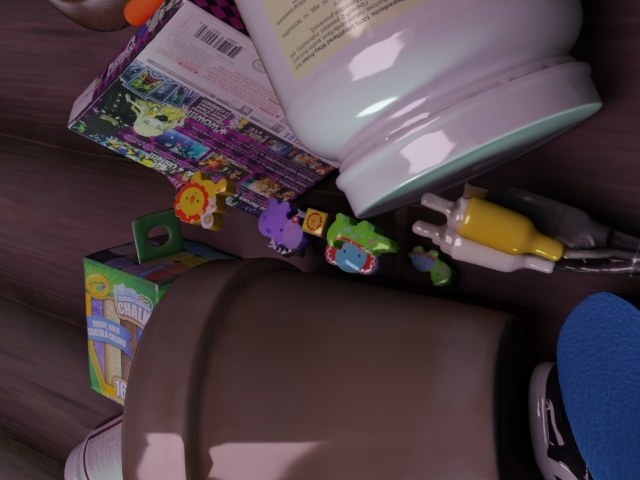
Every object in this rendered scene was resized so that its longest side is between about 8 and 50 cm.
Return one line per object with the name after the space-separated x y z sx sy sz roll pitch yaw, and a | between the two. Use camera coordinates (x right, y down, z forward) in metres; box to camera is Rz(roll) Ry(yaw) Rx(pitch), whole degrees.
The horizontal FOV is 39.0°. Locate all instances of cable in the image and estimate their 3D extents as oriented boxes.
0.215 0.024 0.702 0.287 0.139 0.072 22 81 18 | cable

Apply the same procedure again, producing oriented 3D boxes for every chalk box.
-0.178 0.073 1.030 0.132 0.132 0.213 17 114 37 | chalk box

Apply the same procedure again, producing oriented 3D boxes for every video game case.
-0.084 -0.119 0.849 0.210 0.232 0.042 -34 42 41 | video game case

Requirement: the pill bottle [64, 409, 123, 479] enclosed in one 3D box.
-0.225 0.268 1.131 0.221 0.121 0.121 -33 80 42 | pill bottle

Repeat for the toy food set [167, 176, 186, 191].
-0.148 -0.089 1.036 0.078 0.019 0.122 16 112 37 | toy food set

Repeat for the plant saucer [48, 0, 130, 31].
-0.278 -0.399 1.046 0.310 0.050 0.310 13 110 39 | plant saucer

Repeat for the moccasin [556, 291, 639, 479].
0.289 0.184 0.633 0.137 0.117 0.342 -55 46 37 | moccasin

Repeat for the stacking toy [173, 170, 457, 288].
0.000 0.000 0.823 0.221 0.167 0.052 17 89 31 | stacking toy

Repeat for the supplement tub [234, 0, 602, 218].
0.052 -0.203 0.687 0.235 0.235 0.325 -28 83 42 | supplement tub

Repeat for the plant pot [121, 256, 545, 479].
0.038 0.164 0.787 0.280 0.323 0.323 -6 98 24 | plant pot

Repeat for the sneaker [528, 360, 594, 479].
0.253 0.197 0.740 0.121 0.079 0.217 -10 100 36 | sneaker

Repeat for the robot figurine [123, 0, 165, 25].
-0.113 -0.180 0.909 0.219 0.158 0.128 -32 53 41 | robot figurine
